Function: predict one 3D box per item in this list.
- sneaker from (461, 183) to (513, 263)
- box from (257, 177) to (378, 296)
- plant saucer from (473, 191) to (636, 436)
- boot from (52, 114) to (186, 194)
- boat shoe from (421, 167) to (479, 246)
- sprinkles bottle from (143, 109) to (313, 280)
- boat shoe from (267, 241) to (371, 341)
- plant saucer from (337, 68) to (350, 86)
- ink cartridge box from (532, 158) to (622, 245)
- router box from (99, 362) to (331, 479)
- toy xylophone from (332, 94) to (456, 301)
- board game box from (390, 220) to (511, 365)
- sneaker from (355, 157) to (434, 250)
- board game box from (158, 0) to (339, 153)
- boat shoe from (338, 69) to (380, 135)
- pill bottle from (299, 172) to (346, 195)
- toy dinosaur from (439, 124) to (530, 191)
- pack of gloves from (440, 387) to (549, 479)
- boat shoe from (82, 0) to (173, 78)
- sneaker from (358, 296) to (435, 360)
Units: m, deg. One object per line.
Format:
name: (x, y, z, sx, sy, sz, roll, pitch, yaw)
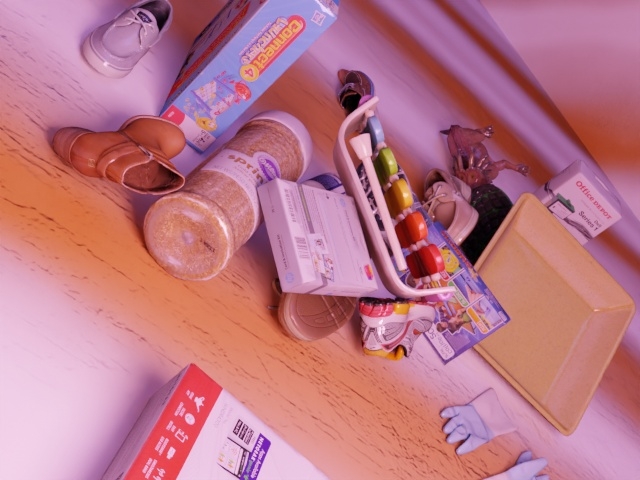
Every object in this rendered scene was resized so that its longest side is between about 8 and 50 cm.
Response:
sneaker: (0.401, 0.040, 1.710, 0.146, 0.134, 0.344, 5, 60, -60)
box: (0.000, 0.000, 1.094, 0.186, 0.038, 0.145, 7, 64, -55)
plant saucer: (0.397, 0.134, 1.508, 0.333, 0.081, 0.333, 44, 62, -9)
boot: (-0.214, -0.101, 1.012, 0.152, 0.073, 0.197, 25, 27, 37)
boat shoe: (0.245, -0.063, 1.624, 0.098, 0.109, 0.302, 38, 25, -9)
sprinkles bottle: (-0.115, -0.074, 1.130, 0.121, 0.121, 0.355, 45, 30, -7)
boat shoe: (-0.002, 0.060, 1.178, 0.105, 0.089, 0.285, 59, 31, -13)
plant saucer: (0.073, -0.352, 1.816, 0.083, 0.013, 0.084, 34, 32, -25)
ink cartridge box: (0.593, -0.065, 1.971, 0.160, 0.219, 0.093, 44, 29, -9)
router box: (-0.087, 0.324, 0.742, 0.301, 0.082, 0.335, 42, 30, -12)
toy xylophone: (0.100, -0.048, 1.161, 0.236, 0.081, 0.323, -168, -123, -84)
board game box: (0.202, 0.088, 1.352, 0.201, 0.136, 0.035, 56, 31, 10)
sneaker: (0.151, -0.027, 1.482, 0.283, 0.110, 0.122, 64, 15, 20)
board game box: (-0.099, -0.327, 1.256, 0.086, 0.308, 0.302, 38, 32, -22)
boat shoe: (0.077, -0.300, 1.706, 0.066, 0.066, 0.183, 21, 40, -38)
pill bottle: (-0.007, -0.069, 1.324, 0.067, 0.067, 0.120, 52, 29, 5)
toy dinosaur: (0.351, -0.199, 1.912, 0.200, 0.127, 0.296, 6, 44, -42)
pack of gloves: (0.291, 0.330, 1.282, 0.232, 0.046, 0.195, -3, 59, -55)
boat shoe: (-0.284, -0.320, 1.226, 0.079, 0.081, 0.228, 41, 30, -14)
sneaker: (0.112, 0.135, 1.248, 0.225, 0.088, 0.093, 8, 87, -62)
